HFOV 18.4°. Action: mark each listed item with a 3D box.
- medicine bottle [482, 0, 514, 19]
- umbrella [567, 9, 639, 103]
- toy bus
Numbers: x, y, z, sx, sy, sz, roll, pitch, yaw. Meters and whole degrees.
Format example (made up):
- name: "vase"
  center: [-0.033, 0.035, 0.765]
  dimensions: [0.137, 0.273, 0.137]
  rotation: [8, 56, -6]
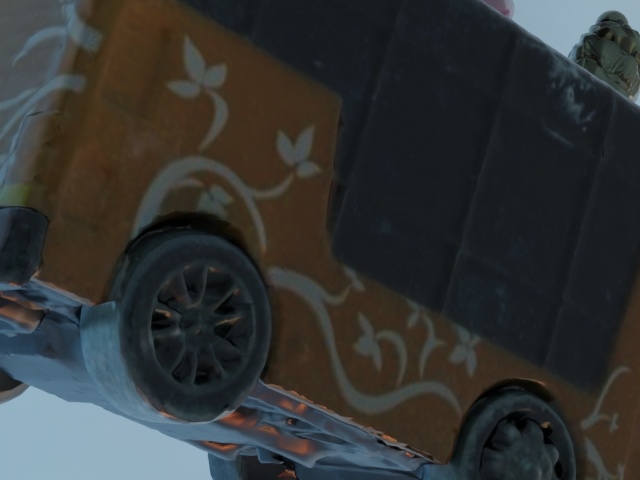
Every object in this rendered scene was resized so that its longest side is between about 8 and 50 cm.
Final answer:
- name: "medicine bottle"
  center: [0.049, -0.242, 1.435]
  dimensions: [0.212, 0.212, 0.325]
  rotation: [0, -79, -31]
- name: "umbrella"
  center: [0.211, -0.113, 1.488]
  dimensions: [0.062, 0.067, 0.143]
  rotation: [32, -123, -30]
- name: "toy bus"
  center: [0.000, 0.000, 0.713]
  dimensions: [0.323, 0.162, 0.194]
  rotation: [27, -109, -36]
